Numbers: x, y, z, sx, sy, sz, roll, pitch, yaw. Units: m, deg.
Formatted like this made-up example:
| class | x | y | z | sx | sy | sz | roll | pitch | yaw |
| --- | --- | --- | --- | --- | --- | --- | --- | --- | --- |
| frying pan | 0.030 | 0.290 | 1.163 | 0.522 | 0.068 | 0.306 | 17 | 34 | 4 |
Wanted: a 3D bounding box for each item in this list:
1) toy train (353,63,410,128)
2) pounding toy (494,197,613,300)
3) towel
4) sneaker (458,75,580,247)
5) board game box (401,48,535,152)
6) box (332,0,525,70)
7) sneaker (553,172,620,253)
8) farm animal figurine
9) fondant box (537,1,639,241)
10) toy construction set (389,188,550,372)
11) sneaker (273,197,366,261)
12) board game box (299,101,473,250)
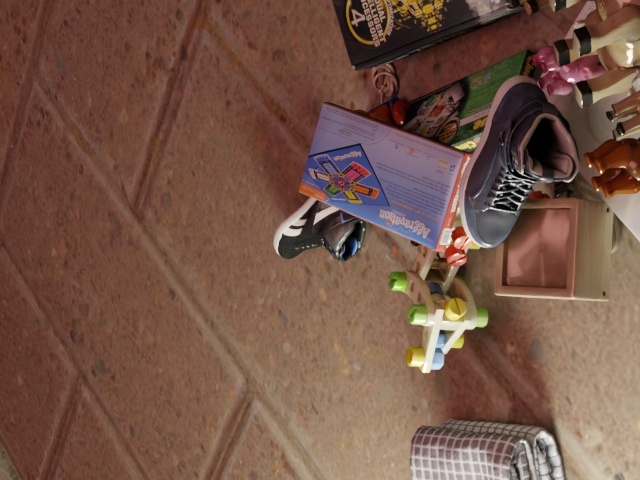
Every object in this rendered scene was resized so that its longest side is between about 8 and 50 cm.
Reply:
| class | x | y | z | sx | sy | sz | roll | pitch | yaw |
| --- | --- | --- | --- | --- | --- | --- | --- | --- | --- |
| toy train | 0.066 | -0.185 | 2.087 | 0.105 | 0.143 | 0.248 | -22 | 81 | 51 |
| pounding toy | 0.290 | -0.027 | 1.766 | 0.181 | 0.094 | 0.206 | 0 | 86 | 45 |
| towel | 0.253 | 0.417 | 2.005 | 0.235 | 0.121 | 0.284 | -7 | 93 | 53 |
| sneaker | 0.240 | -0.071 | 1.640 | 0.163 | 0.086 | 0.226 | -116 | 34 | -63 |
| board game box | 0.203 | -0.180 | 1.946 | 0.259 | 0.030 | 0.136 | -19 | 42 | 53 |
| box | 0.126 | -0.478 | 1.939 | 0.318 | 0.097 | 0.395 | -14 | 93 | 44 |
| sneaker | 0.348 | -0.067 | 1.812 | 0.066 | 0.071 | 0.188 | -34 | 72 | 50 |
| farm animal figurine | 0.351 | -0.235 | 1.531 | 0.327 | 0.172 | 0.330 | 67 | -178 | -75 |
| fondant box | 0.429 | -0.151 | 1.670 | 0.330 | 0.096 | 0.238 | 53 | 134 | 29 |
| toy construction set | 0.208 | 0.018 | 1.946 | 0.328 | 0.151 | 0.215 | -53 | 33 | 35 |
| sneaker | 0.000 | 0.000 | 2.265 | 0.217 | 0.079 | 0.121 | -49 | 58 | 44 |
| board game box | 0.090 | -0.097 | 1.955 | 0.281 | 0.027 | 0.145 | 25 | 103 | 40 |
